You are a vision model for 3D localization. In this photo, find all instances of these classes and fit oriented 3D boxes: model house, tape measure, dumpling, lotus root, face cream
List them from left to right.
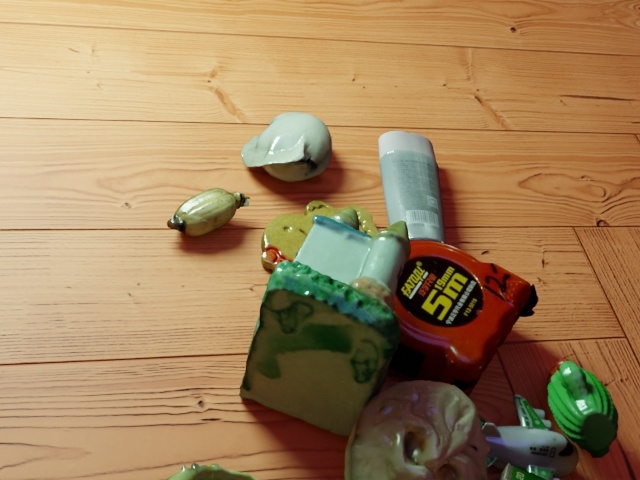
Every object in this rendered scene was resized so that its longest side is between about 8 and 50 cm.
[{"bbox_3d":[-0.179,-0.047,1.861,0.152,0.063,0.072,-23,33,-27],"label":"lotus root"},{"bbox_3d":[-0.057,-0.166,2.002,0.150,0.092,0.176,13,50,12],"label":"dumpling"},{"bbox_3d":[0.038,0.070,1.680,0.194,0.267,0.325,20,45,4],"label":"model house"},{"bbox_3d":[0.161,-0.079,2.003,0.107,0.073,0.269,11,46,-16],"label":"face cream"},{"bbox_3d":[0.182,0.112,1.809,0.260,0.114,0.253,29,46,13],"label":"tape measure"}]

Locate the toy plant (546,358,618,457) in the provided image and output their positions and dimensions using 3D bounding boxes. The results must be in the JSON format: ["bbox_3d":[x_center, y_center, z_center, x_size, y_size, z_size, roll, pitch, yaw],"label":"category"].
[{"bbox_3d":[0.389,0.251,1.726,0.088,0.240,0.155,-24,77,2],"label":"toy plant"}]

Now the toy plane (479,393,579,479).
[{"bbox_3d":[0.301,0.304,1.696,0.174,0.080,0.174,14,45,-15],"label":"toy plane"}]

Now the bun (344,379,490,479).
[{"bbox_3d":[0.141,0.299,1.552,0.231,0.231,0.133,-15,11,-30],"label":"bun"}]

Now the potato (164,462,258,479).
[{"bbox_3d":[-0.111,0.435,1.374,0.330,0.213,0.280,37,18,-13],"label":"potato"}]

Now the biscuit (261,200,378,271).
[{"bbox_3d":[0.000,0.000,1.901,0.225,0.036,0.166,-8,54,-25],"label":"biscuit"}]

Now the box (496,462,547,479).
[{"bbox_3d":[0.339,0.397,1.588,0.235,0.132,0.034,23,46,3],"label":"box"}]
